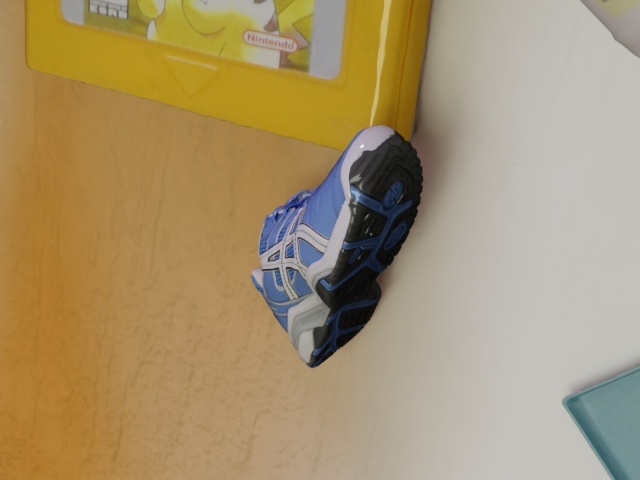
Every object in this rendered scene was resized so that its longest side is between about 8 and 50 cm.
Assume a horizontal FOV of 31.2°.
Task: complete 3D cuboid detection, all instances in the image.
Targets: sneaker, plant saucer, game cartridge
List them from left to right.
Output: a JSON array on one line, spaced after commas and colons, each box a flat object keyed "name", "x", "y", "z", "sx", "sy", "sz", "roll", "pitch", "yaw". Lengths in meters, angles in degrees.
[{"name": "game cartridge", "x": -0.061, "y": -0.234, "z": 0.688, "sx": 0.285, "sy": 0.052, "sz": 0.324, "roll": 16, "pitch": 118, "yaw": 23}, {"name": "sneaker", "x": 0.000, "y": 0.000, "z": 0.709, "sx": 0.081, "sy": 0.080, "sz": 0.211, "roll": 44, "pitch": 144, "yaw": 17}, {"name": "plant saucer", "x": 0.228, "y": 0.164, "z": 0.710, "sx": 0.067, "sy": 0.018, "sz": 0.192, "roll": -32, "pitch": 94, "yaw": 35}]

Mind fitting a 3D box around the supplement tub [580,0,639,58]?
[{"name": "supplement tub", "x": 0.152, "y": -0.217, "z": 0.451, "sx": 0.325, "sy": 0.235, "sz": 0.235, "roll": 45, "pitch": 125, "yaw": -3}]
